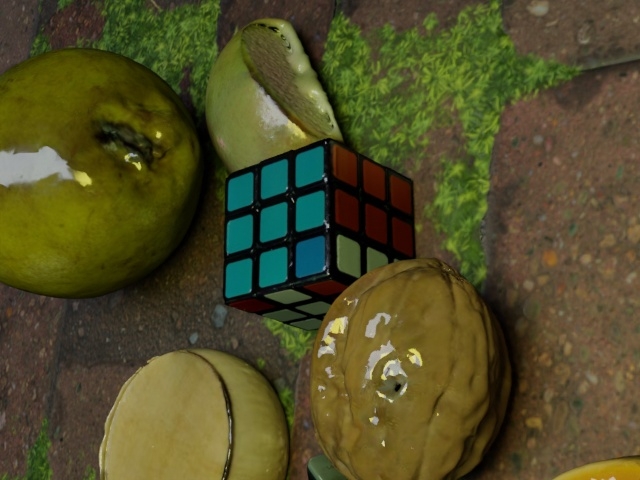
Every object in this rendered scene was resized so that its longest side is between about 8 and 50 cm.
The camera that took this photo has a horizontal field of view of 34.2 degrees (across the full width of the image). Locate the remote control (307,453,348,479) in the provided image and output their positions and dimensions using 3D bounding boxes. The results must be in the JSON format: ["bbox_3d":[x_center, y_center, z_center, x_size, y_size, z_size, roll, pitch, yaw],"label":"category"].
[{"bbox_3d":[0.057,0.297,1.069,0.222,0.072,0.042,43,127,46],"label":"remote control"}]

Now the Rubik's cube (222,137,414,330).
[{"bbox_3d":[0.000,0.000,1.163,0.162,0.163,0.160,-16,65,35],"label":"Rubik's cube"}]

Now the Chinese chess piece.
[{"bbox_3d":[-0.155,0.257,1.255,0.257,0.104,0.257,-16,65,38],"label":"Chinese chess piece"}]

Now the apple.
[{"bbox_3d":[-0.088,-0.157,1.336,0.193,0.120,0.265,-50,45,33],"label":"apple"}]

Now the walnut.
[{"bbox_3d":[0.087,0.135,1.015,0.198,0.198,0.244,5,80,44],"label":"walnut"}]

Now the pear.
[{"bbox_3d":[-0.331,-0.085,1.387,0.413,0.352,0.351,4,79,47],"label":"pear"}]

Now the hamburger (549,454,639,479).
[{"bbox_3d":[0.260,0.303,0.799,0.300,0.176,0.300,-18,61,35],"label":"hamburger"}]
